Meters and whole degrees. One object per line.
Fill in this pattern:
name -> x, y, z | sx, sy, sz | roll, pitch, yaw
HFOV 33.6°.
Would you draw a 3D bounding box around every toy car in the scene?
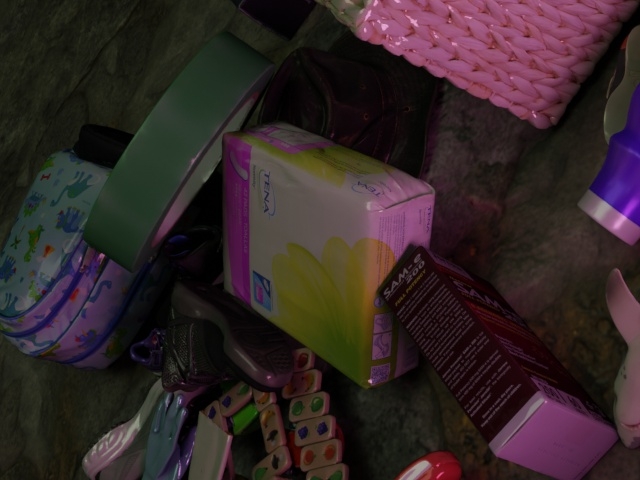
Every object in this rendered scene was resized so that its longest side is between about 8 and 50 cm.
toy car -> -0.069, 0.241, 1.285 | 0.239, 0.053, 0.225 | -45, 42, 21

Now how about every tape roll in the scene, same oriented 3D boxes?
tape roll -> -0.175, -0.110, 1.337 | 0.321, 0.077, 0.321 | -56, 2, 2

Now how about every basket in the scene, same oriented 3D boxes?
basket -> 0.141, -0.338, 1.143 | 0.266, 0.328, 0.331 | -58, 39, 17

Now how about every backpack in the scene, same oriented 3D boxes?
backpack -> -0.343, 0.017, 1.595 | 0.290, 0.273, 0.355 | 26, 102, 44

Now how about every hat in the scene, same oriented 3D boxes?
hat -> -0.001, -0.158, 1.369 | 0.331, 0.134, 0.331 | -26, 51, 39

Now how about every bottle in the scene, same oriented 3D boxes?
bottle -> 0.352, -0.124, 0.981 | 0.282, 0.092, 0.118 | -54, 39, 12

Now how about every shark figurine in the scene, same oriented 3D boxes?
shark figurine -> 0.353, 0.076, 0.870 | 0.278, 0.116, 0.166 | -19, 90, 51

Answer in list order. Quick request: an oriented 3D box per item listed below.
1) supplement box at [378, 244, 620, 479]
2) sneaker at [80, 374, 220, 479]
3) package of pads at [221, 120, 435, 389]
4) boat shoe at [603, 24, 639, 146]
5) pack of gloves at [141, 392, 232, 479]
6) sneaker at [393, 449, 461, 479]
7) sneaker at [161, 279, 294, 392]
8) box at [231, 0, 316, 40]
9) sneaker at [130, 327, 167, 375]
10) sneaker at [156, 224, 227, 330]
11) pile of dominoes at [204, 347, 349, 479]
supplement box -> 0.168, 0.116, 1.025 | 0.073, 0.130, 0.239 | -52, 41, 14
sneaker -> -0.197, 0.250, 1.408 | 0.271, 0.100, 0.108 | -48, 67, 14
package of pads -> 0.000, 0.000, 1.210 | 0.296, 0.101, 0.229 | 30, 126, 45
boat shoe -> 0.315, -0.151, 1.080 | 0.043, 0.049, 0.137 | 92, -169, -78
pack of gloves -> -0.161, 0.311, 1.296 | 0.195, 0.046, 0.232 | 22, 102, 54
sneaker -> 0.103, 0.324, 1.037 | 0.128, 0.087, 0.221 | 43, 115, 42
sneaker -> -0.118, 0.148, 1.274 | 0.227, 0.087, 0.130 | 31, 109, 43
box -> -0.055, -0.435, 1.605 | 0.207, 0.108, 0.153 | -53, 40, 12
sneaker -> -0.202, 0.146, 1.474 | 0.170, 0.071, 0.068 | -27, 51, 36
sneaker -> -0.188, 0.045, 1.474 | 0.217, 0.121, 0.079 | -38, 44, 29
pile of dominoes -> -0.063, 0.243, 1.201 | 0.196, 0.040, 0.251 | -41, 44, 25
